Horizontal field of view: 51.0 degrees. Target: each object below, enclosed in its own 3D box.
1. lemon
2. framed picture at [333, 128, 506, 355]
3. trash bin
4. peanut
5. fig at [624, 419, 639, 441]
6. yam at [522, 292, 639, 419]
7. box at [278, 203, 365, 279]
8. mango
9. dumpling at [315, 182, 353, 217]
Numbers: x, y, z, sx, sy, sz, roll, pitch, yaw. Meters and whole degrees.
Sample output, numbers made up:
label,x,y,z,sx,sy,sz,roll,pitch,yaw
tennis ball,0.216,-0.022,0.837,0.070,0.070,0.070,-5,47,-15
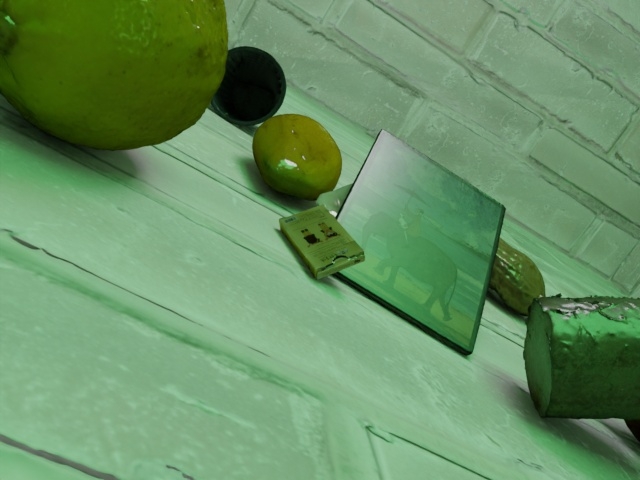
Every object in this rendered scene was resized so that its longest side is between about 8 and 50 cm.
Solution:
label,x,y,z,sx,sy,sz,roll,pitch,yaw
lemon,-0.251,-0.241,0.784,0.268,0.268,0.322,40,21,25
framed picture,0.156,-0.015,1.046,0.265,0.016,0.347,32,45,-3
trash bin,-0.160,-0.340,1.535,0.175,0.175,0.161,33,3,0
peanut,0.386,0.066,1.425,0.233,0.110,0.196,37,15,24
fig,0.511,0.251,1.018,0.290,0.191,0.191,12,19,-12
yam,0.426,0.158,0.903,0.304,0.168,0.168,3,19,-5
box,0.000,0.000,0.920,0.073,0.020,0.149,-19,35,-14
mango,-0.043,-0.149,1.212,0.176,0.119,0.317,39,19,-9
dumpling,0.114,-0.020,1.105,0.252,0.131,0.179,16,29,-39
